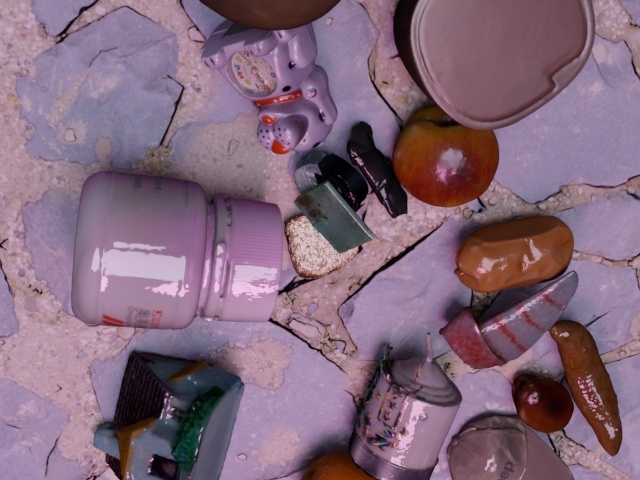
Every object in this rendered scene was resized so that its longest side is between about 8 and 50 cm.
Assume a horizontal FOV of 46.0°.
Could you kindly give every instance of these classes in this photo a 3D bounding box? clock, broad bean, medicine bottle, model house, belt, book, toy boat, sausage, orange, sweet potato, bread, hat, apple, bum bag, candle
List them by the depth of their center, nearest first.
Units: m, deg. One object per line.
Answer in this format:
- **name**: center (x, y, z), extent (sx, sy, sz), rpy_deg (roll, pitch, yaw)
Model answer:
- **clock**: center (-0.062, -0.253, 1.256), extent (0.189, 0.189, 0.254), rpy_deg (-27, 120, 1)
- **medicine bottle**: center (-0.240, 0.024, 1.269), extent (0.325, 0.256, 0.256), rpy_deg (6, 109, -16)
- **book**: center (0.022, -0.038, 1.349), extent (0.135, 0.017, 0.103), rpy_deg (49, 140, -15)
- **belt**: center (0.019, -0.100, 1.351), extent (0.140, 0.058, 0.105), rpy_deg (40, 139, -6)
- **apple**: center (0.227, -0.145, 1.355), extent (0.195, 0.160, 0.173), rpy_deg (-5, 133, -2)
- **bum bag**: center (0.102, -0.122, 1.375), extent (0.049, 0.087, 0.197), rpy_deg (-19, 116, 32)
- **bread**: center (0.000, 0.000, 1.418), extent (0.129, 0.044, 0.126), rpy_deg (-19, 105, 0)
- **model house**: center (-0.310, 0.352, 1.423), extent (0.249, 0.230, 0.280), rpy_deg (19, 105, 9)
- **sausage**: center (0.370, 0.029, 1.450), extent (0.241, 0.120, 0.136), rpy_deg (-8, 118, -11)
- **toy boat**: center (0.393, 0.153, 1.482), extent (0.282, 0.096, 0.206), rpy_deg (-37, 127, 19)
- **candle**: center (0.181, 0.321, 1.493), extent (0.187, 0.187, 0.330), rpy_deg (14, 107, -15)
- **orange**: center (0.053, 0.533, 1.549), extent (0.206, 0.206, 0.206), rpy_deg (-3, 111, -9)
- **sweet potato**: center (0.563, 0.296, 1.595), extent (0.092, 0.114, 0.341), rpy_deg (-18, 109, 27)
- **hat**: center (0.395, 0.501, 1.598), extent (0.149, 0.245, 0.214), rpy_deg (15, 106, -37)
- **broad bean**: center (0.475, 0.350, 1.611), extent (0.165, 0.084, 0.114), rpy_deg (30, 112, -24)

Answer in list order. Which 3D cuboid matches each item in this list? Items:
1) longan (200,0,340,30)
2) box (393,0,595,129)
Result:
- **longan**: center (-0.077, -0.442, 0.999), extent (0.319, 0.319, 0.319), rpy_deg (-3, 111, -9)
- **box**: center (0.265, -0.352, 1.240), extent (0.301, 0.216, 0.301), rpy_deg (-3, 112, -7)
